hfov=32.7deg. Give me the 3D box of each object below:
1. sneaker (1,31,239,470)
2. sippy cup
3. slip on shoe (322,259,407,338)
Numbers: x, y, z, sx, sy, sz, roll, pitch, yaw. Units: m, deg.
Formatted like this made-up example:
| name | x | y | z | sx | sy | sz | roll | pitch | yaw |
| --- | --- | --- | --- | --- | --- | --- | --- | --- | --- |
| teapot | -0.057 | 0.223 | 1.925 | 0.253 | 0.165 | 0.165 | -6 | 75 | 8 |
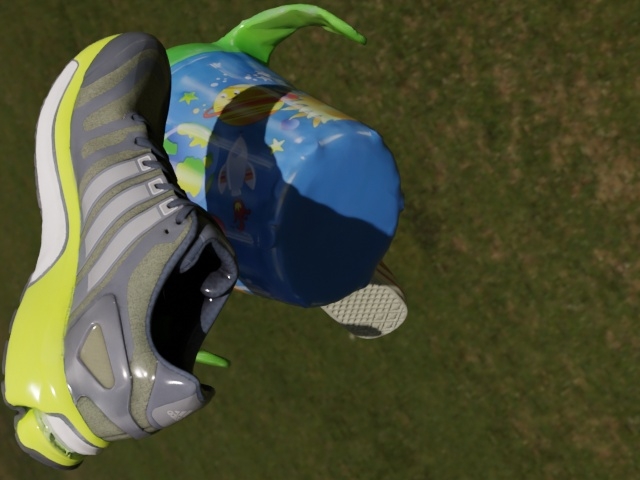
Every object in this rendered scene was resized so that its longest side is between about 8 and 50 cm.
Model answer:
| name | x | y | z | sx | sy | sz | roll | pitch | yaw |
| --- | --- | --- | --- | --- | --- | --- | --- | --- | --- |
| sneaker | -0.110 | -0.007 | 0.694 | 0.111 | 0.121 | 0.300 | 49 | -144 | -58 |
| sippy cup | -0.055 | -0.048 | 0.997 | 0.224 | 0.240 | 0.306 | 22 | 124 | 42 |
| slip on shoe | 0.000 | 0.000 | 1.309 | 0.331 | 0.123 | 0.101 | 47 | -164 | -44 |
